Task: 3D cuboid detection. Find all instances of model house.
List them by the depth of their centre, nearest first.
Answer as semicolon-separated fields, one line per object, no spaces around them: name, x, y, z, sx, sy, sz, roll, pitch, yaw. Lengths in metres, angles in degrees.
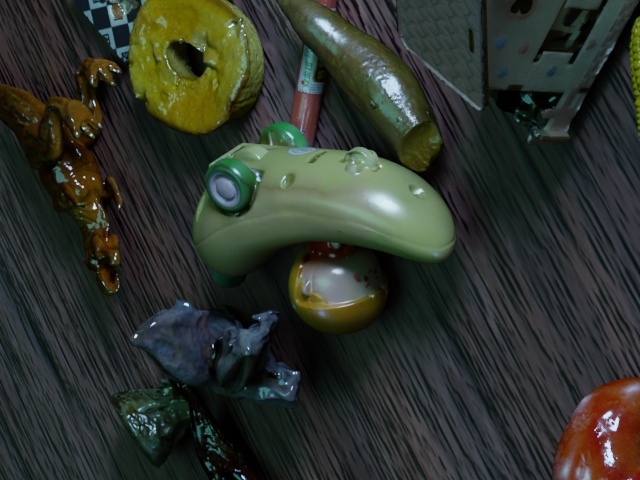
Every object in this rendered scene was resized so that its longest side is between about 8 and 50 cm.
model house;0.173;-0.253;1.532;0.169;0.244;0.326;48;125;32

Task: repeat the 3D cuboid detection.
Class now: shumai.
shumai;-0.194;0.208;2.028;0.099;0.087;0.124;57;174;-19

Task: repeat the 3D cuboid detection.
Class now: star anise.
star anise;-0.106;0.119;1.871;0.198;0.257;0.110;21;83;10

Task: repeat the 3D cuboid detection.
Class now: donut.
donut;-0.137;-0.206;1.913;0.178;0.065;0.162;42;116;26

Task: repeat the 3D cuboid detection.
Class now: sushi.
sushi;-0.230;-0.296;1.993;0.126;0.026;0.120;50;122;15

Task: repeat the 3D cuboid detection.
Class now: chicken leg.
chicken leg;-0.111;0.256;1.975;0.219;0.048;0.089;60;157;8

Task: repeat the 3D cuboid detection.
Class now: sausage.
sausage;-0.007;-0.201;1.827;0.034;0.034;0.253;21;112;34

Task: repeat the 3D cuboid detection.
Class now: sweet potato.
sweet potato;0.049;-0.180;1.759;0.243;0.077;0.077;53;125;15

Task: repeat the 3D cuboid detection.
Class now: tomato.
tomato;0.295;0.221;1.586;0.187;0.187;0.151;59;149;14

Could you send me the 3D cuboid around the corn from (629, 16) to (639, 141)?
corn;0.329;-0.104;1.553;0.080;0.080;0.231;2;101;38

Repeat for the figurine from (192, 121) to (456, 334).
figurine;0.000;0.000;1.790;0.324;0.124;0.222;6;117;34

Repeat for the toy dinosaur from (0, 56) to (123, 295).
toy dinosaur;-0.323;-0.142;2.055;0.432;0.097;0.208;58;136;19
